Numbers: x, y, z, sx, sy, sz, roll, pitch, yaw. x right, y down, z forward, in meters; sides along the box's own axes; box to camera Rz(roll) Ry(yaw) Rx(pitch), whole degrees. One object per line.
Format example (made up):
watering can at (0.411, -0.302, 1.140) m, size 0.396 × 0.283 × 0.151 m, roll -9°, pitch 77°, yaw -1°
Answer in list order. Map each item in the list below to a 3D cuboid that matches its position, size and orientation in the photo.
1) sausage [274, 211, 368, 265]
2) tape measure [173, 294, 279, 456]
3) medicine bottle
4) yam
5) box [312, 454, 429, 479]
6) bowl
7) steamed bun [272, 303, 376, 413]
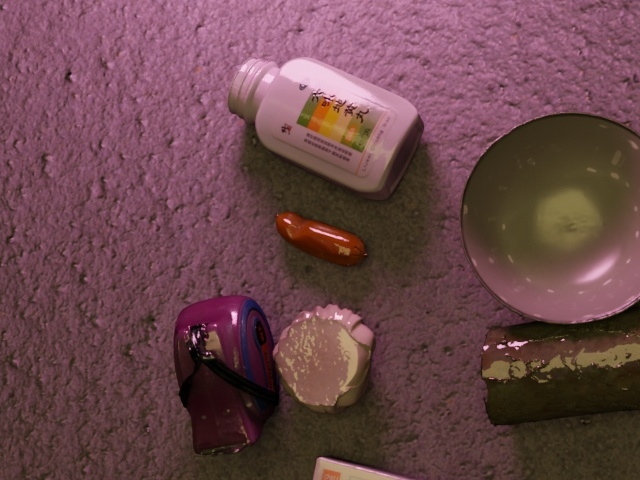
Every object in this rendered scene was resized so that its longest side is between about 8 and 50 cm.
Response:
sausage at (0.000, 0.000, 1.928) m, size 0.183 × 0.054 × 0.062 m, roll 19°, pitch 54°, yaw 18°
tape measure at (-0.161, 0.211, 1.836) m, size 0.149 × 0.245 × 0.231 m, roll -13°, pitch 95°, yaw 13°
medicine bottle at (0.002, -0.207, 1.924) m, size 0.324 × 0.124 × 0.179 m, roll 27°, pitch 88°, yaw 18°
yam at (0.405, 0.195, 1.739) m, size 0.304 × 0.168 × 0.168 m, roll -10°, pitch 79°, yaw 12°
box at (0.108, 0.446, 1.818) m, size 0.269 × 0.079 × 0.135 m, roll 12°, pitch 85°, yaw 15°
bowl at (0.396, -0.024, 1.776) m, size 0.337 × 0.157 × 0.337 m, roll -3°, pitch 78°, yaw 13°
steamed bun at (0.010, 0.198, 1.869) m, size 0.183 × 0.106 × 0.183 m, roll -3°, pitch 79°, yaw 17°
